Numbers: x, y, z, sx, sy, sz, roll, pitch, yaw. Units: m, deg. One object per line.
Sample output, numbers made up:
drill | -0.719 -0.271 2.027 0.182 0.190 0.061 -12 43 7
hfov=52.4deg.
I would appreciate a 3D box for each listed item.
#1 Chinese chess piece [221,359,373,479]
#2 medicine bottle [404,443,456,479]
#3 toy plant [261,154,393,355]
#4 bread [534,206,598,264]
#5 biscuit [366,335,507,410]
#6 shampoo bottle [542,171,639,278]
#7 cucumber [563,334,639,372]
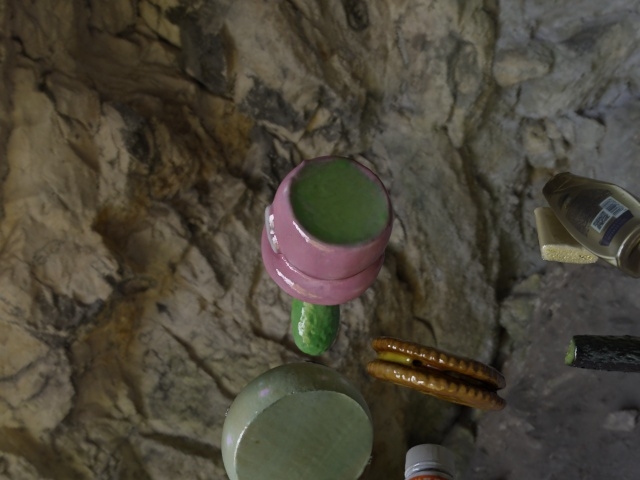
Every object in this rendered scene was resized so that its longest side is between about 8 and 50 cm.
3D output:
Chinese chess piece | -0.052 0.447 1.486 0.349 0.349 0.146 -54 25 4
medicine bottle | 0.270 0.638 1.587 0.252 0.144 0.145 -76 12 -51
toy plant | -0.003 -0.002 1.134 0.210 0.317 0.356 -12 -26 -9
bread | 0.601 -0.011 1.605 0.178 0.139 0.060 -69 -13 -54
biscuit | 0.178 0.205 0.998 0.220 0.220 0.066 83 -157 -77
shampoo bottle | 0.523 -0.051 1.228 0.126 0.084 0.350 -58 15 16
cucumber | 0.587 0.231 1.283 0.062 0.211 0.078 -114 31 -56
